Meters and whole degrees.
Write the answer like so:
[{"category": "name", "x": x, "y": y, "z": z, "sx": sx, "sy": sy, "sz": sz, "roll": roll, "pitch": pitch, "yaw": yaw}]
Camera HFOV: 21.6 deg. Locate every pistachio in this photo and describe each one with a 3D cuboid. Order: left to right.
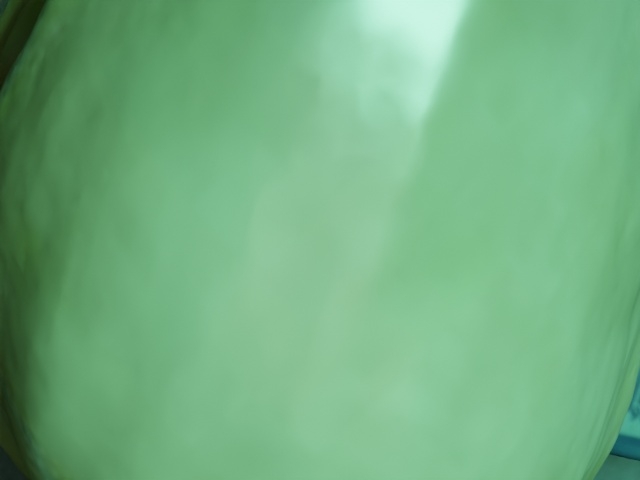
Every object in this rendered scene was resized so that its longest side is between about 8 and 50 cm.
[{"category": "pistachio", "x": 0.000, "y": 0.000, "z": 0.517, "sx": 0.230, "sy": 0.230, "sz": 0.309, "roll": 7, "pitch": 108, "yaw": -19}]

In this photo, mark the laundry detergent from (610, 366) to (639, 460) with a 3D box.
[{"category": "laundry detergent", "x": 0.151, "y": -0.062, "z": 0.610, "sx": 0.143, "sy": 0.094, "sz": 0.290, "roll": 16, "pitch": 109, "yaw": -17}]
